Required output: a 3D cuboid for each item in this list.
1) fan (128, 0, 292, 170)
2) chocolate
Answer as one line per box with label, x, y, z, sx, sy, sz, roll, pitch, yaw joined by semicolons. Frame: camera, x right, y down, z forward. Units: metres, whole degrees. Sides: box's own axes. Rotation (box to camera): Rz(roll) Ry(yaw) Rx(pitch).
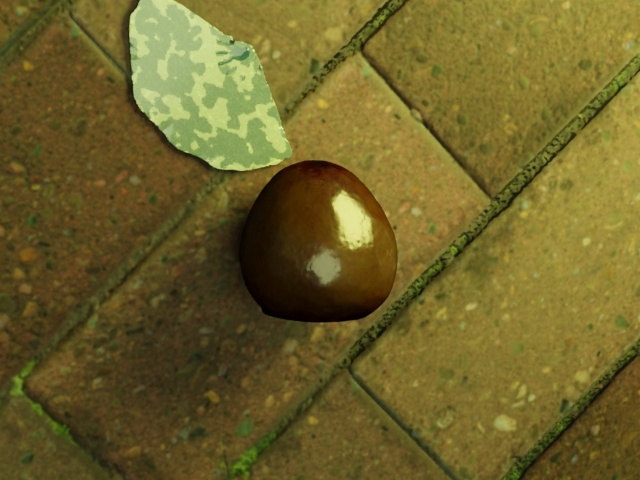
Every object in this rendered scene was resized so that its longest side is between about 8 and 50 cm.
fan;-0.121;-0.159;2.042;0.131;0.009;0.240;-42;111;-5
chocolate;0.000;0.000;2.041;0.177;0.177;0.176;-4;103;-18
